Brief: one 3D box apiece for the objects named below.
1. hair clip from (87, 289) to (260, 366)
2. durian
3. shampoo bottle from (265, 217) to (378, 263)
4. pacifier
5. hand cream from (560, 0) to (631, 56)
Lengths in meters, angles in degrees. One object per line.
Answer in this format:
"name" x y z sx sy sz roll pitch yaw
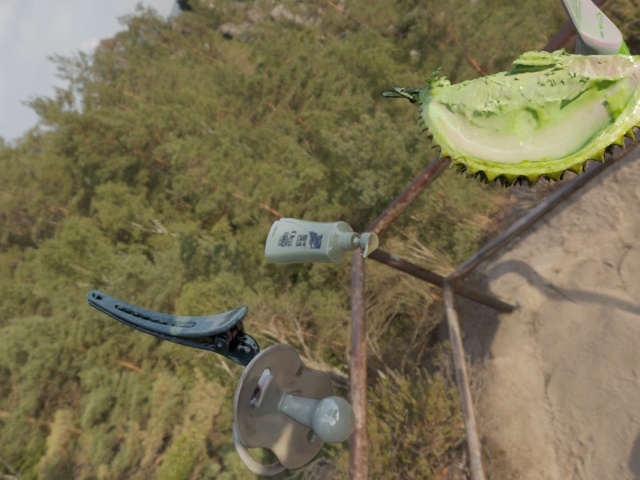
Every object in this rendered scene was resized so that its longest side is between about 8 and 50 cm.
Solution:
"hair clip" -0.211 0.111 0.664 0.275 0.083 0.048 5 37 23
"durian" 0.150 -0.092 0.388 0.215 0.086 0.100 1 98 28
"shampoo bottle" 0.000 0.000 0.479 0.141 0.034 0.049 0 51 46
"pacifier" -0.012 0.118 0.324 0.078 0.099 0.081 -2 54 40
"hand cream" 0.254 -0.273 0.513 0.050 0.275 0.079 -36 36 24
